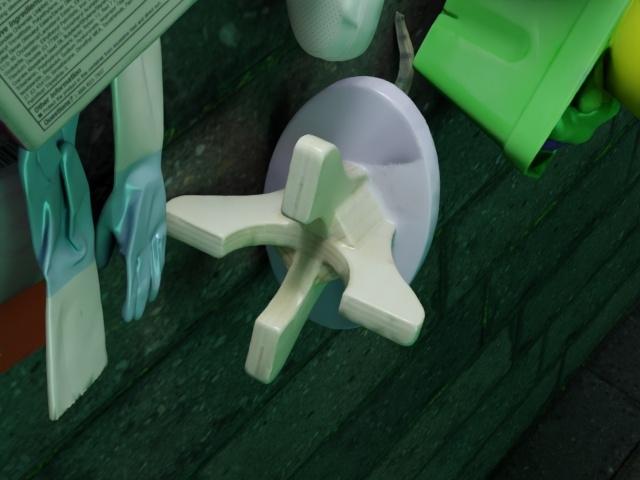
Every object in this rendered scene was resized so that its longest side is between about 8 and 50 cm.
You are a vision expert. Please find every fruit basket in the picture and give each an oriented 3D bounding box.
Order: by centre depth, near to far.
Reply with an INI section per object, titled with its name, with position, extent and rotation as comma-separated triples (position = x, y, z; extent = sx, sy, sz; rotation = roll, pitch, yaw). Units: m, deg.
[fruit basket]
position = 0.324, -0.213, 0.913
extent = 0.392, 0.392, 0.283
rotation = -61, 167, 11

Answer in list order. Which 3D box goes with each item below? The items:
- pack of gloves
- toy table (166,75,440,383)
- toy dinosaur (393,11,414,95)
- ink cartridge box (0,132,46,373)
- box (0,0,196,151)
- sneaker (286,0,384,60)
[pack of gloves]
position = -0.171, -0.021, 0.661
extent = 0.195, 0.046, 0.232
rotation = -54, 149, -62
[toy table]
position = 0.000, 0.000, 0.835
extent = 0.161, 0.252, 0.274
rotation = -45, 143, -52
[toy dinosaur]
position = 0.067, -0.104, 0.995
extent = 0.118, 0.064, 0.268
rotation = 10, 108, -52
[ink cartridge box]
position = -0.267, 0.053, 0.656
extent = 0.189, 0.066, 0.232
rotation = -35, 141, -33
[box]
position = -0.182, -0.184, 0.458
extent = 0.148, 0.127, 0.232
rotation = -47, 150, -14
[sneaker]
position = -0.037, -0.251, 0.646
extent = 0.169, 0.108, 0.292
rotation = -30, 133, -36
